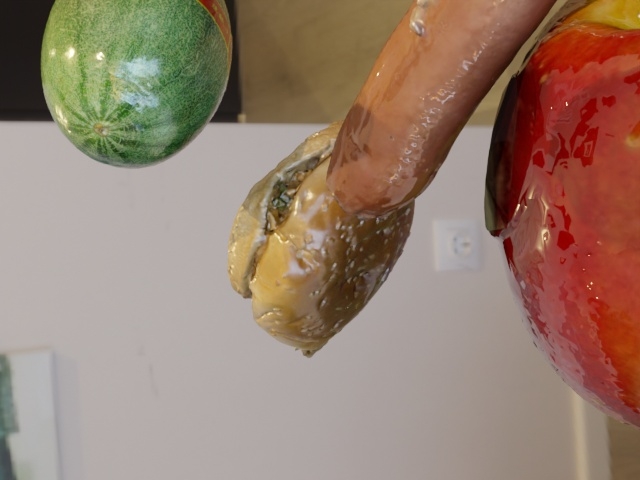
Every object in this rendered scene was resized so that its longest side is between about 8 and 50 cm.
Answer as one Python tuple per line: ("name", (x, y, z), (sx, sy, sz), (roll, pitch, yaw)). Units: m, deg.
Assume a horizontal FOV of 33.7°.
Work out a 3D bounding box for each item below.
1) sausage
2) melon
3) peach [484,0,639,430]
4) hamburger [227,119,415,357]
("sausage", (0.126, -0.178, 0.749), (0.419, 0.094, 0.094), (-55, 13, 32))
("melon", (-0.175, -0.190, 1.029), (0.287, 0.182, 0.182), (-91, 21, -45))
("peach", (0.280, -0.042, 0.772), (0.335, 0.310, 0.406), (-94, 4, -46))
("hamburger", (0.000, 0.000, 1.166), (0.146, 0.243, 0.286), (37, 119, 20))
